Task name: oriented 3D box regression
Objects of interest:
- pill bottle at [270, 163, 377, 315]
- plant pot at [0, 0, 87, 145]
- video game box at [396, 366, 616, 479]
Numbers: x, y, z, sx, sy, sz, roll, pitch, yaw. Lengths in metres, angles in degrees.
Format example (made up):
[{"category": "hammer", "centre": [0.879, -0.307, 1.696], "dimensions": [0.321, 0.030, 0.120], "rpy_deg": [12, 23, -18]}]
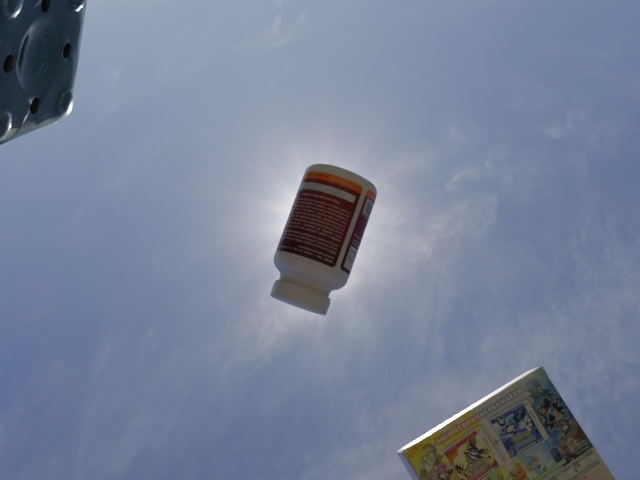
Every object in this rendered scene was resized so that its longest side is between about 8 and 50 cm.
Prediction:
[{"category": "pill bottle", "centre": [0.000, 0.000, 0.677], "dimensions": [0.086, 0.086, 0.151], "rpy_deg": [13, -102, 36]}, {"category": "plant pot", "centre": [-0.356, -0.201, 0.537], "dimensions": [0.252, 0.247, 0.248], "rpy_deg": [19, -155, 0]}, {"category": "video game box", "centre": [0.222, 0.277, 0.715], "dimensions": [0.205, 0.048, 0.187], "rpy_deg": [-26, -103, -14]}]
